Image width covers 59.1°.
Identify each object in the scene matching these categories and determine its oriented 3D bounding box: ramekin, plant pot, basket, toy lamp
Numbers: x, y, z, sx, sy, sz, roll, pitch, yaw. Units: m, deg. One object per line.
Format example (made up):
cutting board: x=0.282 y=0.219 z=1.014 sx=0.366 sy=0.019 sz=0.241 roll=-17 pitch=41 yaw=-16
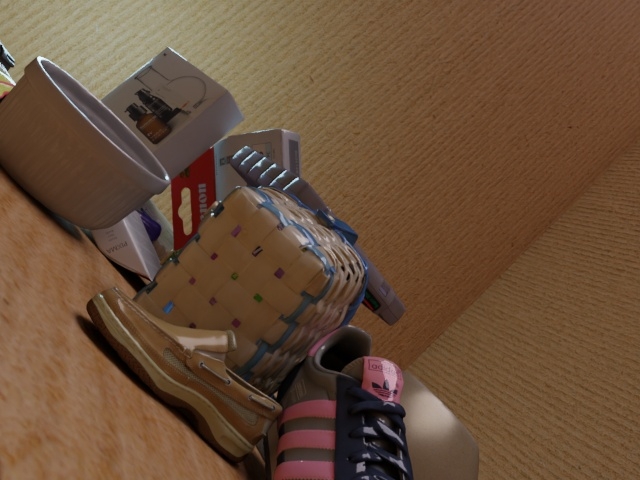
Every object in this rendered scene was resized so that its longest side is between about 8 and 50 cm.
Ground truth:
ramekin: x=-0.296 y=-0.107 z=0.688 sx=0.207 sy=0.109 sz=0.207 roll=46 pitch=1 yaw=-1
plant pot: x=0.080 y=0.274 z=0.694 sx=0.284 sy=0.191 sz=0.284 roll=46 pitch=-11 yaw=12
basket: x=-0.064 y=0.058 z=0.666 sx=0.201 sy=0.255 sz=0.289 roll=43 pitch=0 yaw=17
toy lamp: x=-0.345 y=0.041 z=1.267 sx=0.080 sy=0.080 sz=0.274 roll=36 pitch=-16 yaw=50

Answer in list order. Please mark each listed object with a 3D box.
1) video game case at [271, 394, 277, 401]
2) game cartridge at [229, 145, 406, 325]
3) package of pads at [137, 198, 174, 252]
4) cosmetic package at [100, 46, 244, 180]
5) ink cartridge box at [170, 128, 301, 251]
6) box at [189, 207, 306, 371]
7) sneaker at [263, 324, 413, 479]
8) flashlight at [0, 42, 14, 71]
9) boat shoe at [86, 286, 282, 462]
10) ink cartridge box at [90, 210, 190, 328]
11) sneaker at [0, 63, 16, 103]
video game case: x=-0.096 y=0.306 z=1.067 sx=0.190 sy=0.022 sz=0.173 roll=39 pitch=-13 yaw=38
game cartridge: x=0.000 y=0.000 z=0.991 sx=0.355 sy=0.068 sz=0.230 roll=50 pitch=-4 yaw=-39
package of pads: x=-0.518 y=-0.101 z=1.522 sx=0.296 sy=0.101 sz=0.229 roll=37 pitch=-17 yaw=45
cosmetic package: x=-0.404 y=-0.249 z=1.286 sx=0.284 sy=0.377 sz=0.097 roll=40 pitch=-12 yaw=37
ink cartridge box: x=-0.222 y=-0.078 z=1.301 sx=0.385 sy=0.308 sz=0.091 roll=-2 pitch=1 yaw=28
box: x=-0.134 y=0.092 z=1.051 sx=0.213 sy=0.243 sz=0.117 roll=40 pitch=-14 yaw=43
sneaker: x=0.026 y=0.164 z=0.453 sx=0.112 sy=0.131 sz=0.319 roll=29 pitch=5 yaw=-18
flashlight: x=-0.652 y=-0.390 z=1.011 sx=0.103 sy=0.103 sz=0.304 roll=46 pitch=-10 yaw=6
boat shoe: x=-0.100 y=0.096 z=0.455 sx=0.190 sy=0.072 sz=0.068 roll=54 pitch=-12 yaw=-30
ink cartridge box: x=-0.274 y=0.043 z=0.851 sx=0.181 sy=0.056 sz=0.224 roll=112 pitch=-47 yaw=-78
sneaker: x=-0.431 y=-0.171 z=0.809 sx=0.094 sy=0.081 sz=0.208 roll=51 pitch=-2 yaw=23
